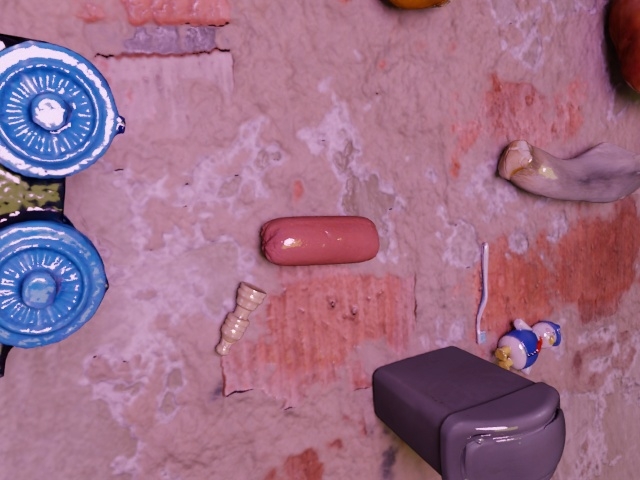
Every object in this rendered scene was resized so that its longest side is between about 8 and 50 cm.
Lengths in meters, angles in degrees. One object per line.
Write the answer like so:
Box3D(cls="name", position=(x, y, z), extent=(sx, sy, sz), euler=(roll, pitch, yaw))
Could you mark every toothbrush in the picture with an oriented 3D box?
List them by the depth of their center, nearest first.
Box3D(cls="toothbrush", position=(0.250, 0.083, 0.850), extent=(0.017, 0.014, 0.162), euler=(-4, 101, -10))

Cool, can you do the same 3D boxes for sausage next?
Box3D(cls="sausage", position=(0.000, 0.000, 0.689), extent=(0.154, 0.062, 0.062), euler=(-2, 100, -25))

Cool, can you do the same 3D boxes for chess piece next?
Box3D(cls="chess piece", position=(-0.101, 0.099, 0.675), extent=(0.035, 0.035, 0.092), euler=(26, 91, -27))

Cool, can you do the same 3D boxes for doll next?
Box3D(cls="doll", position=(0.337, 0.165, 0.884), extent=(0.142, 0.057, 0.099), euler=(-18, 105, -27))

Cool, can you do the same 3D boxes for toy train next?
Box3D(cls="toy train", position=(-0.320, -0.040, 0.453), extent=(0.264, 0.188, 0.301), euler=(2, 100, -33))

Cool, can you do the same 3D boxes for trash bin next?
Box3D(cls="trash bin", position=(0.194, 0.228, 0.723), extent=(0.176, 0.236, 0.101), euler=(-12, 103, -23))

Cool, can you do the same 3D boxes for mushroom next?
Box3D(cls="mushroom", position=(0.392, -0.104, 0.842), extent=(0.277, 0.099, 0.096), euler=(-2, 94, -22))

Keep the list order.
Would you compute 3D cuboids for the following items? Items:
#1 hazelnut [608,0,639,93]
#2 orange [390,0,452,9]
Box3D(cls="hazelnut", position=(0.553, -0.331, 0.790), extent=(0.261, 0.261, 0.241), euler=(-52, 146, -9))
Box3D(cls="orange", position=(0.128, -0.357, 0.659), extent=(0.156, 0.134, 0.157), euler=(-36, 154, -21))
